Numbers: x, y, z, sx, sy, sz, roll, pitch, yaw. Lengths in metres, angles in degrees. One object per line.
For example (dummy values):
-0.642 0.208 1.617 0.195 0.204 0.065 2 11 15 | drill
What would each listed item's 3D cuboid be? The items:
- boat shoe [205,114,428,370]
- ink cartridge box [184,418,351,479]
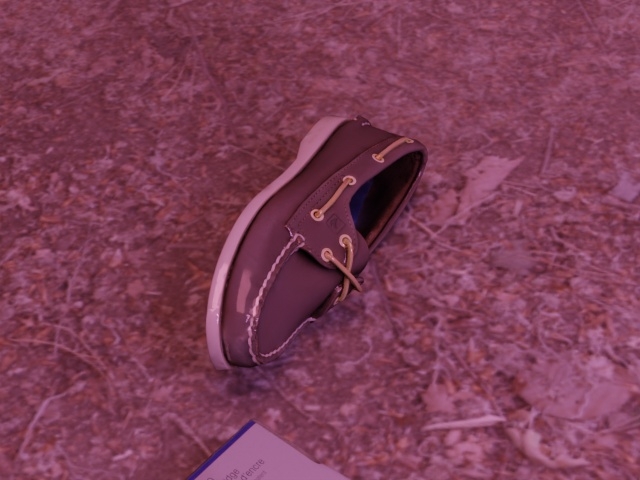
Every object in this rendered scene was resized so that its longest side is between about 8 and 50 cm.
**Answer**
0.000 0.000 1.472 0.097 0.116 0.324 10 38 20 | boat shoe
-0.027 0.301 1.171 0.307 0.072 0.303 26 51 32 | ink cartridge box
